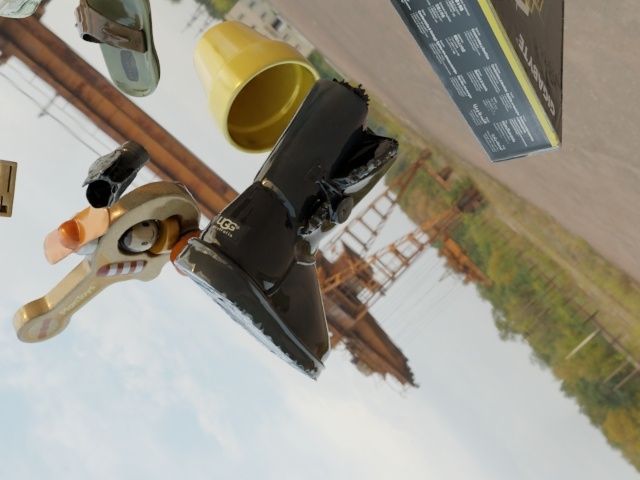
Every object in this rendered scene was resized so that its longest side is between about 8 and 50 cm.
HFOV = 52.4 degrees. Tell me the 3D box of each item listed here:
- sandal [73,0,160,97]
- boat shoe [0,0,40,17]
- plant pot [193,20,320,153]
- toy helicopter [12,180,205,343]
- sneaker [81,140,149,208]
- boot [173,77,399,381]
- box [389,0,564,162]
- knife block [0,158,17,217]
[{"bbox_3d":[-0.325,-0.327,1.023,0.120,0.086,0.303,13,148,13],"label":"sandal"},{"bbox_3d":[-0.216,-0.187,0.451,0.153,0.056,0.048,16,-164,41],"label":"boat shoe"},{"bbox_3d":[-0.162,-0.366,1.474,0.239,0.254,0.254,53,-166,29],"label":"plant pot"},{"bbox_3d":[-0.338,0.038,0.986,0.140,0.355,0.235,54,-171,23],"label":"toy helicopter"},{"bbox_3d":[-0.273,-0.074,0.824,0.051,0.170,0.089,45,-131,-19],"label":"sneaker"},{"bbox_3d":[0.000,0.000,0.587,0.094,0.207,0.246,30,163,32],"label":"boot"},{"bbox_3d":[0.139,-0.269,0.591,0.322,0.079,0.257,44,-133,-42],"label":"box"},{"bbox_3d":[-0.597,-0.096,1.081,0.275,0.088,0.242,7,-178,1],"label":"knife block"}]
